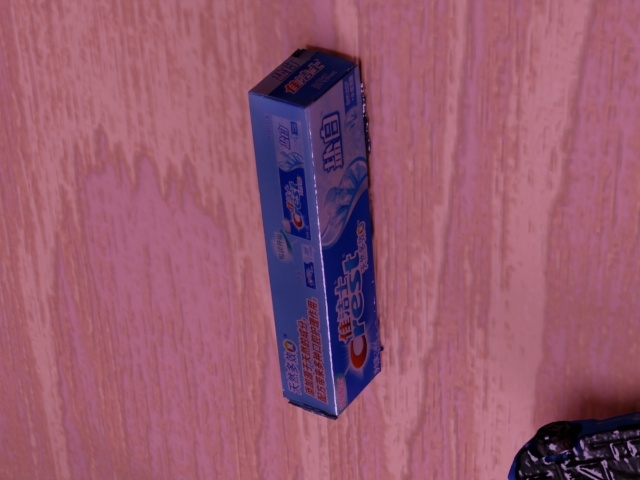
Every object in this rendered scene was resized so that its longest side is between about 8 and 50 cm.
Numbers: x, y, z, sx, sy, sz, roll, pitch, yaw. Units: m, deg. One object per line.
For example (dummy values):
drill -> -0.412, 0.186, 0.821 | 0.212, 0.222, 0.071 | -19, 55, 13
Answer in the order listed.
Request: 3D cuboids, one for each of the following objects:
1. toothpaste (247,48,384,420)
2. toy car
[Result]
toothpaste -> 0.000, 0.000, 1.290 | 0.053, 0.066, 0.272 | 18, 133, 27
toy car -> 0.224, 0.154, 1.226 | 0.216, 0.063, 0.103 | -14, 102, 39
